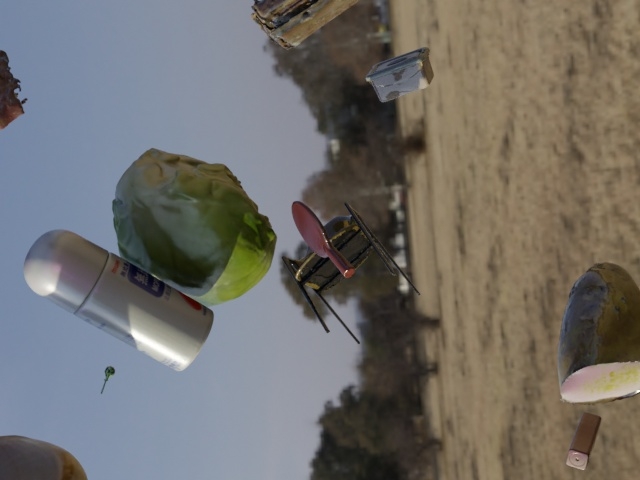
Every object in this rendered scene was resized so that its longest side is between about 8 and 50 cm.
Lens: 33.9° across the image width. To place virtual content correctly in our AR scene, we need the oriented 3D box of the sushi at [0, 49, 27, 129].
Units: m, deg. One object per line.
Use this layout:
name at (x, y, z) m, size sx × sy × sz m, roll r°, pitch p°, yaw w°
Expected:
sushi at (-0.560, -0.274, 1.691) m, size 0.241 × 0.107 × 0.161 m, roll 61°, pitch 164°, yaw 0°

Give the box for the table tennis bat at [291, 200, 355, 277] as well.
table tennis bat at (0.000, 0.000, 1.618) m, size 0.155 × 0.019 × 0.098 m, roll 47°, pitch 158°, yaw 29°

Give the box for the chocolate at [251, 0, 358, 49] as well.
chocolate at (0.059, -0.370, 1.444) m, size 0.102 × 0.329 × 0.065 m, roll 37°, pitch -154°, yaw -60°

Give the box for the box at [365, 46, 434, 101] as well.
box at (0.156, -0.315, 2.003) m, size 0.062 × 0.122 × 0.089 m, roll 67°, pitch -158°, yaw -18°

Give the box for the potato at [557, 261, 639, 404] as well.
potato at (0.577, 0.174, 2.132) m, size 0.229 × 0.229 × 0.266 m, roll 78°, pitch -171°, yaw -55°

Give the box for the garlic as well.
garlic at (-0.563, 0.480, 1.839) m, size 0.313 × 0.249 × 0.286 m, roll 29°, pitch 92°, yaw 51°

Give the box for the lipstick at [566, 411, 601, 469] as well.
lipstick at (0.555, 0.421, 2.206) m, size 0.145 × 0.045 × 0.045 m, roll -44°, pitch -38°, yaw -55°

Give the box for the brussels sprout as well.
brussels sprout at (-0.245, -0.029, 2.042) m, size 0.268 × 0.344 × 0.344 m, roll -64°, pitch -30°, yaw -57°

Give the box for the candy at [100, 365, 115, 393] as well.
candy at (-0.473, 0.311, 2.318) m, size 0.023 × 0.025 × 0.083 m, roll 35°, pitch -145°, yaw -20°

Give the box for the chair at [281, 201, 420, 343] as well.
chair at (0.037, 0.041, 1.896) m, size 0.247 × 0.158 × 0.172 m, roll 54°, pitch -170°, yaw 27°

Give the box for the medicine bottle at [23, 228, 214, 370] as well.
medicine bottle at (-0.364, 0.099, 1.864) m, size 0.130 × 0.341 × 0.130 m, roll -50°, pitch 19°, yaw 25°
